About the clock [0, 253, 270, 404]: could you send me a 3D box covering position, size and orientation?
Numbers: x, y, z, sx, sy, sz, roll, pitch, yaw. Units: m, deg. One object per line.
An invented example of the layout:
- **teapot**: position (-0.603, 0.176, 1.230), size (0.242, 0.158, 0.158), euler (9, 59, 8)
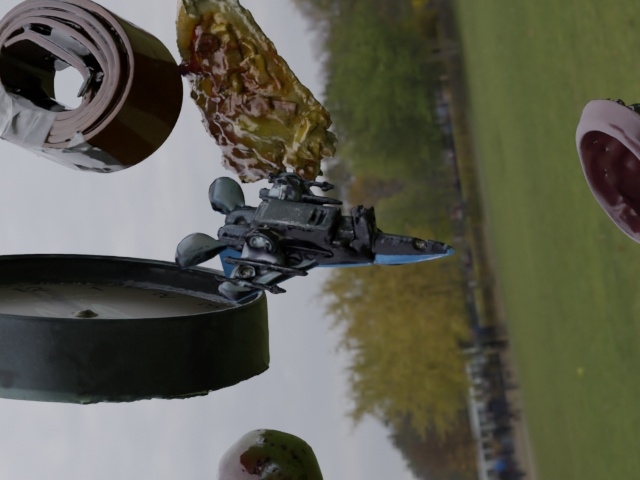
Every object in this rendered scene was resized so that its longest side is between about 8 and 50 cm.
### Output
- **clock**: position (-0.239, 0.078, 1.263), size (0.386, 0.386, 0.076), euler (-56, -29, -81)

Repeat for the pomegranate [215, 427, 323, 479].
- **pomegranate**: position (-0.064, 0.291, 1.494), size (0.159, 0.129, 0.129), euler (125, 140, -71)

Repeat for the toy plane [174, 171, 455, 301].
- **toy plane**: position (-0.002, -0.006, 1.113), size (0.169, 0.246, 0.078), euler (-64, -36, -41)

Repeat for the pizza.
- **pizza**: position (-0.071, -0.135, 1.324), size (0.228, 0.081, 0.289), euler (33, 150, 34)

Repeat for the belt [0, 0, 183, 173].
- **belt**: position (-0.273, -0.173, 1.380), size (0.105, 0.261, 0.184), euler (25, -83, -53)

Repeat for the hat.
- **hat**: position (0.374, -0.080, 1.396), size (0.205, 0.089, 0.205), euler (52, 167, 17)
